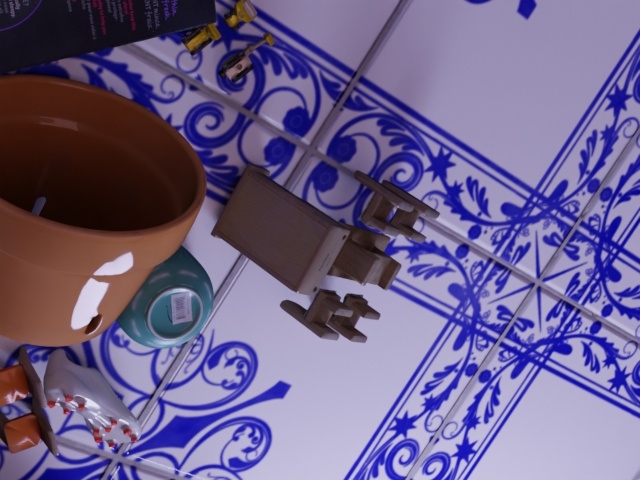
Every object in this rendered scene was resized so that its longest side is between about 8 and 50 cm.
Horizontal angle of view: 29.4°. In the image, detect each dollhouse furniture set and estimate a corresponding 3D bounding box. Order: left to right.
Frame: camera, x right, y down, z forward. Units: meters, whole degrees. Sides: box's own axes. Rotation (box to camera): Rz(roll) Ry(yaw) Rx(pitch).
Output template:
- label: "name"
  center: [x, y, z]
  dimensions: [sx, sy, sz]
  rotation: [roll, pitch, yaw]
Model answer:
- label: "dollhouse furniture set"
  center: [-0.457, 0.202, 1.444]
  dimensions: [0.262, 0.135, 0.259]
  rotation: [-18, 121, -21]
- label: "dollhouse furniture set"
  center: [0.000, 0.000, 1.634]
  dimensions: [0.242, 0.161, 0.212]
  rotation: [14, 107, -57]

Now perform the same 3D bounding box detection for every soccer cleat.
- label: "soccer cleat"
  center: [-0.291, 0.207, 1.591]
  dimensions: [0.068, 0.076, 0.196]
  rotation: [-16, 144, 17]

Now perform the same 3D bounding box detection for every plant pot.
- label: "plant pot"
  center: [-0.293, -0.021, 1.357]
  dimensions: [0.290, 0.291, 0.203]
  rotation: [2, 129, -31]

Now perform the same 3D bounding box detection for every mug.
- label: "mug"
  center: [-0.210, 0.065, 1.541]
  dimensions: [0.157, 0.097, 0.129]
  rotation: [36, 93, -38]

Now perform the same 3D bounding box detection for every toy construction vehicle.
- label: "toy construction vehicle"
  center: [-0.113, -0.243, 1.487]
  dimensions: [0.098, 0.035, 0.086]
  rotation: [-42, 116, -9]

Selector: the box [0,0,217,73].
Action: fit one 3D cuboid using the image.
- label: "box"
  center: [-0.266, -0.297, 1.297]
  dimensions: [0.270, 0.143, 0.165]
  rotation: [-17, 123, -22]
